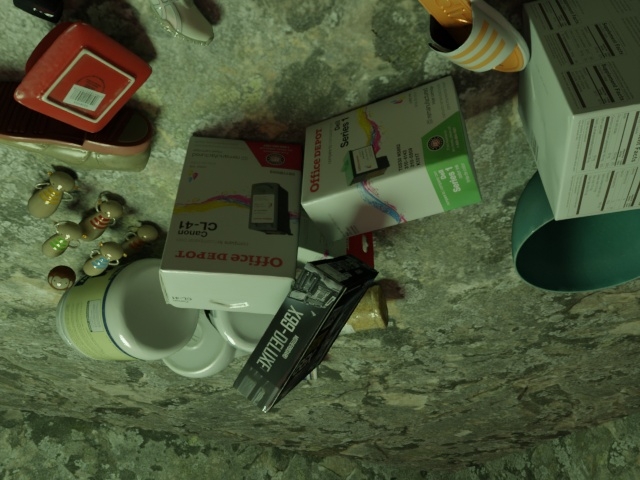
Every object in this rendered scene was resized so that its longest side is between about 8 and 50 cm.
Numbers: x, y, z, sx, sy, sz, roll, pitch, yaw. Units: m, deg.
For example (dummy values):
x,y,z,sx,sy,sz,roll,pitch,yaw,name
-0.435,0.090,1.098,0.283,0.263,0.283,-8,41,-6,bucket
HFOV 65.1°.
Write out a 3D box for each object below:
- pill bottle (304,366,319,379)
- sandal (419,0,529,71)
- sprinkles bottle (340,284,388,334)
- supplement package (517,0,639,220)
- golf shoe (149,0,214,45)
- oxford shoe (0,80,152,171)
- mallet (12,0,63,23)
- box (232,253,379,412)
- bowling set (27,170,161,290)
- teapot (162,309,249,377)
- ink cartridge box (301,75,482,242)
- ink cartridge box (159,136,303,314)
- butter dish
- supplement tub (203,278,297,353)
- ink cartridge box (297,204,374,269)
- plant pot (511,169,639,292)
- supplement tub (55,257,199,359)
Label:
x,y,z,sx,sy,sz,roll,pitch,yaw,name
-0.092,0.425,1.700,0.169,0.094,0.094,-2,143,4,pill bottle
0.185,-0.306,0.717,0.265,0.076,0.102,31,172,-25,sandal
0.005,0.211,1.393,0.355,0.121,0.121,-12,141,16,sprinkles bottle
0.390,-0.199,0.724,0.145,0.262,0.204,-8,142,13,supplement package
-0.209,-0.353,0.705,0.086,0.069,0.176,-32,133,28,golf shoe
-0.482,-0.182,0.894,0.347,0.123,0.130,12,147,-12,oxford shoe
-0.371,-0.387,0.691,0.062,0.039,0.189,25,133,-26,mallet
-0.011,0.148,0.914,0.076,0.243,0.307,33,-171,13,box
-0.497,0.007,1.088,0.154,0.200,0.287,-31,136,34,bowling set
-0.324,0.258,1.408,0.252,0.256,0.187,-29,166,8,teapot
0.114,-0.136,0.865,0.278,0.202,0.117,-15,139,21,ink cartridge box
-0.149,-0.035,0.920,0.225,0.307,0.131,4,144,-5,ink cartridge box
-0.379,-0.272,0.780,0.160,0.118,0.160,-42,160,13,butter dish
-0.169,0.137,1.156,0.193,0.194,0.316,16,173,-19,supplement tub
0.000,0.000,1.104,0.230,0.134,0.078,18,139,-20,ink cartridge box
0.501,-0.057,0.962,0.289,0.196,0.290,0,143,0,plant pot
-0.483,0.177,1.241,0.324,0.236,0.235,-11,143,38,supplement tub
